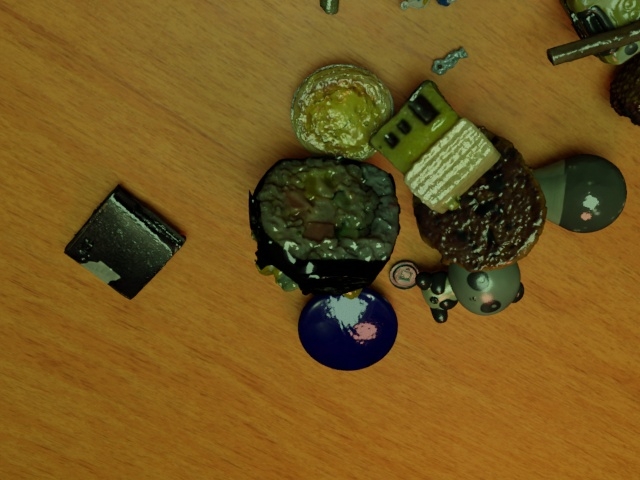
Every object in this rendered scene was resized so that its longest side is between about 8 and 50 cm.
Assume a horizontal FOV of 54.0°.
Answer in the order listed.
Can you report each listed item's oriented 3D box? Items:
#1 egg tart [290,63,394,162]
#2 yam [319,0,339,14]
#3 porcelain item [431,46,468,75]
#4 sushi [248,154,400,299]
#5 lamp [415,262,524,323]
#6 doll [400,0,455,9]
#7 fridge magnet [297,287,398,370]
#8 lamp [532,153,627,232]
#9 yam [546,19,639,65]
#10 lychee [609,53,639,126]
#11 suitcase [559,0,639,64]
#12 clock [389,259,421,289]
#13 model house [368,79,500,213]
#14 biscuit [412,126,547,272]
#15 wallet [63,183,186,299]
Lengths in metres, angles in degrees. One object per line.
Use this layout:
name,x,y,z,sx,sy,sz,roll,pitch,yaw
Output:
egg tart,0.049,-0.286,1.417,0.234,0.094,0.234,1,119,1
yam,0.022,-0.528,1.325,0.043,0.043,0.094,9,117,-4
porcelain item,0.285,-0.397,1.396,0.083,0.028,0.036,-28,96,15
sushi,0.000,0.000,1.417,0.328,0.328,0.285,-2,146,-16
lamp,0.372,0.100,1.564,0.244,0.197,0.197,-22,115,21
doll,0.271,-0.542,1.308,0.227,0.057,0.114,-32,116,13
fridge magnet,0.072,0.229,1.663,0.266,0.112,0.265,1,117,1
lamp,0.548,-0.132,1.471,0.314,0.182,0.181,23,118,18
yam,0.608,-0.407,1.218,0.327,0.045,0.045,-17,95,9
lychee,0.727,-0.324,1.347,0.188,0.188,0.188,0,117,1
suitcase,0.622,-0.493,1.278,0.235,0.143,0.194,-36,112,16
clock,0.221,0.089,1.645,0.085,0.017,0.085,0,117,0
model house,0.259,-0.187,1.361,0.193,0.175,0.234,-45,69,12
biscuit,0.357,-0.091,1.452,0.290,0.081,0.333,-24,80,22
wallet,-0.498,0.014,1.591,0.221,0.071,0.262,39,118,-18
